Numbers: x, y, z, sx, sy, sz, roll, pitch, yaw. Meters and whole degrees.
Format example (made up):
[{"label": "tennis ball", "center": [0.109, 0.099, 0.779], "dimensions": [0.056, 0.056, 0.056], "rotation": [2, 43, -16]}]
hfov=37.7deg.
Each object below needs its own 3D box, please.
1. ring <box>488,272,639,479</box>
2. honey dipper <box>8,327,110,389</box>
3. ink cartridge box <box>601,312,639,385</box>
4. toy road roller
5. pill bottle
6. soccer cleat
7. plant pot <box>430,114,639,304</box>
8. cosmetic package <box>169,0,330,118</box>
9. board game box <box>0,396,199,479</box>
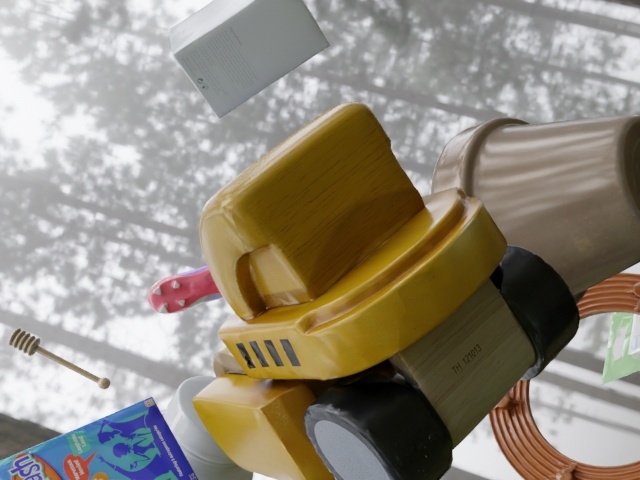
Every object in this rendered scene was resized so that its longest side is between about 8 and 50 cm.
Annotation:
[{"label": "ring", "center": [0.377, 0.189, 1.236], "dimensions": [0.032, 0.337, 0.336], "rotation": [44, -119, -47]}, {"label": "honey dipper", "center": [-0.378, 0.175, 1.367], "dimensions": [0.030, 0.161, 0.030], "rotation": [25, -90, -85]}, {"label": "ink cartridge box", "center": [0.578, 0.146, 1.669], "dimensions": [0.235, 0.056, 0.171], "rotation": [-37, 25, 51]}, {"label": "toy road roller", "center": [0.007, 0.040, 0.716], "dimensions": [0.202, 0.240, 0.330], "rotation": [-39, 12, -27]}, {"label": "pill bottle", "center": [-0.200, 0.347, 1.303], "dimensions": [0.318, 0.176, 0.176], "rotation": [-61, -8, 24]}, {"label": "soccer cleat", "center": [-0.192, 0.076, 1.706], "dimensions": [0.095, 0.248, 0.083], "rotation": [-147, 42, -80]}, {"label": "plant pot", "center": [0.301, -0.041, 1.115], "dimensions": [0.263, 0.229, 0.262], "rotation": [12, -110, -38]}, {"label": "cosmetic package", "center": [-0.125, -0.347, 1.596], "dimensions": [0.138, 0.225, 0.224], "rotation": [54, -174, -25]}, {"label": "board game box", "center": [-0.256, 0.290, 1.076], "dimensions": [0.210, 0.160, 0.047], "rotation": [-22, -36, -25]}]
